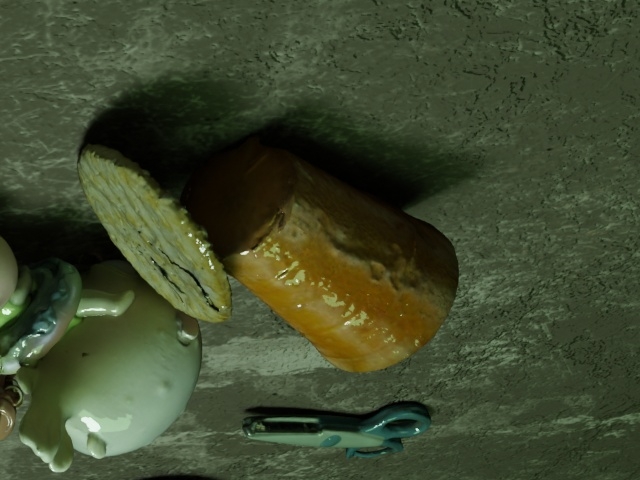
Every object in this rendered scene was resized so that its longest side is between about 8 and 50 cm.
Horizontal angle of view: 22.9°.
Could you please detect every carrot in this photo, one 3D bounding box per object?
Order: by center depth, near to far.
[{"bbox_3d":[0.000,0.000,1.624,0.196,0.196,0.254,-27,137,23],"label":"carrot"}]

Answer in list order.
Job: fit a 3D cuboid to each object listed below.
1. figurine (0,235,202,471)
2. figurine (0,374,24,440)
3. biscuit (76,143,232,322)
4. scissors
[{"bbox_3d":[-0.296,0.092,1.593,0.227,0.274,0.394,-33,126,25],"label":"figurine"},{"bbox_3d":[-0.374,0.157,1.760,0.126,0.157,0.114,-22,169,5],"label":"figurine"},{"bbox_3d":[-0.160,-0.004,1.529,0.033,0.220,0.220,-42,157,-22],"label":"biscuit"},{"bbox_3d":[0.016,0.261,2.163,0.289,0.041,0.138,6,143,-35],"label":"scissors"}]
